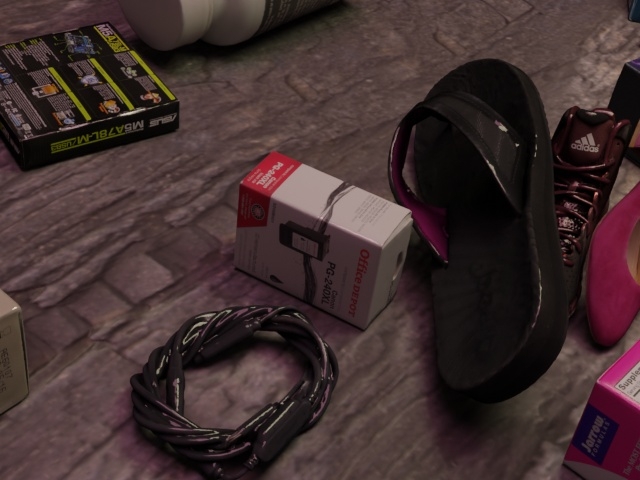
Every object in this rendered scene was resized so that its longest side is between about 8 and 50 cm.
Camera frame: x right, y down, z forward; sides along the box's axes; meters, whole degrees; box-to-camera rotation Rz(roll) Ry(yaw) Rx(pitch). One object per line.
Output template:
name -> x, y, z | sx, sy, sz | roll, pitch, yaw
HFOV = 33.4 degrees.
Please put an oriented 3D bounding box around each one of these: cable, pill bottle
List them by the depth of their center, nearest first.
cable -> -0.071, 0.118, 0.907 | 0.150, 0.047, 0.184 | 23, 46, 24
pill bottle -> -0.090, -0.345, 1.316 | 0.176, 0.176, 0.318 | 36, 49, 28

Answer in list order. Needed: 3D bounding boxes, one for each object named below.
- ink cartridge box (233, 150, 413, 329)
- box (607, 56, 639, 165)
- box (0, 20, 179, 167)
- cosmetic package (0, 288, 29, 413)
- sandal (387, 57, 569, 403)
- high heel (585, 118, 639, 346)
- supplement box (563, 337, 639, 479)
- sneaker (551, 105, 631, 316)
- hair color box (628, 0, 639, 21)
ink cartridge box -> 0.000, 0.000, 0.993 | 0.150, 0.109, 0.063 | 25, 43, 18
box -> 0.457, -0.152, 1.238 | 0.207, 0.108, 0.153 | -24, 51, -32
box -> -0.280, -0.168, 1.189 | 0.184, 0.045, 0.191 | -18, 47, -30
cosmetic package -> -0.399, 0.047, 0.877 | 0.309, 0.113, 0.160 | 34, 48, 28
sandal -> 0.137, -0.052, 1.008 | 0.107, 0.167, 0.446 | 29, 33, -23
high heel -> 0.329, -0.011, 0.992 | 0.117, 0.082, 0.244 | 9, 71, 46
supplement box -> 0.322, 0.179, 0.843 | 0.220, 0.111, 0.114 | 36, 49, 29
sneaker -> 0.230, -0.042, 1.036 | 0.106, 0.162, 0.281 | 20, 43, 13
hair color box -> 0.618, -0.365, 1.505 | 0.347, 0.105, 0.174 | 11, 41, 4
